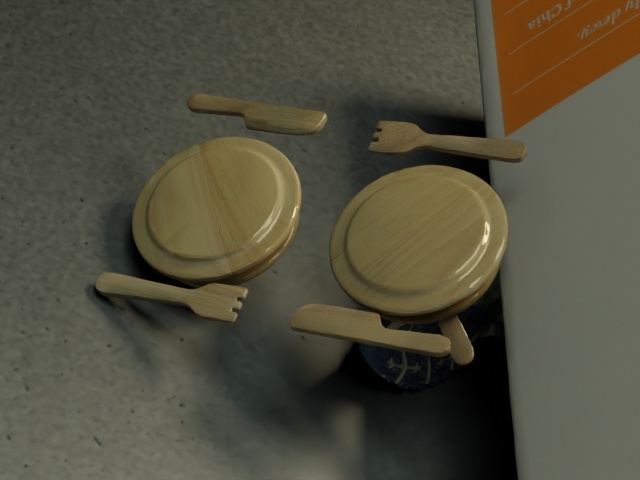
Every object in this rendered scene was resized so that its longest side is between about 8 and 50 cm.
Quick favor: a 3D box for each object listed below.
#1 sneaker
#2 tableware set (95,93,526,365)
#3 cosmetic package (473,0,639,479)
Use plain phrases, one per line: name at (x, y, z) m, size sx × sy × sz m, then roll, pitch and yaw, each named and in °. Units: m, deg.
sneaker at (0.059, 0.032, 0.959) m, size 0.058 × 0.052 × 0.135 m, roll 37°, pitch 36°, yaw 29°
tableware set at (0.000, 0.000, 0.919) m, size 0.194 × 0.039 × 0.128 m, roll 10°, pitch 58°, yaw 24°
cosmetic package at (0.216, 0.005, 0.889) m, size 0.161 × 0.230 × 0.453 m, roll 40°, pitch 32°, yaw -33°
